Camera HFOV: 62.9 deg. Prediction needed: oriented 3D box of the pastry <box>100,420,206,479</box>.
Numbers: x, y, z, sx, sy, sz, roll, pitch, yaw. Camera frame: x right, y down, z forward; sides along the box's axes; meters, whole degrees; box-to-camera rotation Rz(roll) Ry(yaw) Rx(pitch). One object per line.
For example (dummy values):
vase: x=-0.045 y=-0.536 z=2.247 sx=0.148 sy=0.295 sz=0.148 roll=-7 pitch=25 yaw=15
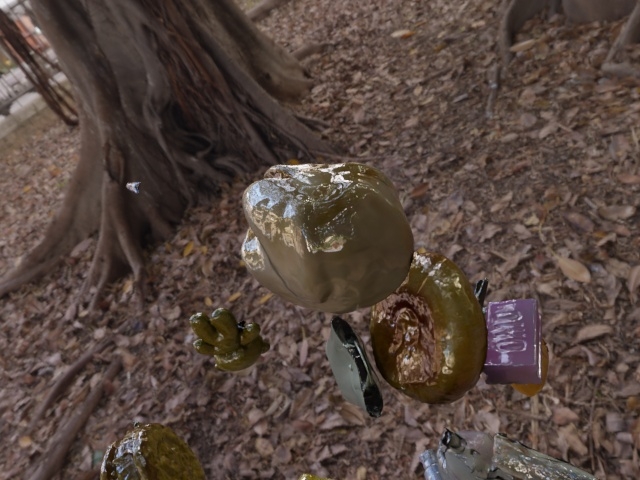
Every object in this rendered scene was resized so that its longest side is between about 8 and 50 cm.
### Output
pastry: x=-0.344 y=0.509 z=1.134 sx=0.132 sy=0.240 sz=0.235 roll=-32 pitch=3 yaw=8

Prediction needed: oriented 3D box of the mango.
mango: x=0.534 y=0.294 z=1.415 sx=0.126 sy=0.154 sz=0.251 roll=-36 pitch=54 yaw=46

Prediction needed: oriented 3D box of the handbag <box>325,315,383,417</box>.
handbag: x=0.076 y=0.304 z=1.254 sx=0.110 sy=0.241 sz=0.315 roll=-23 pitch=-13 yaw=-2

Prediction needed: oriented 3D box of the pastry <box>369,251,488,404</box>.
pastry: x=0.238 y=0.194 z=1.184 sx=0.164 sy=0.355 sz=0.356 roll=5 pitch=21 yaw=-26

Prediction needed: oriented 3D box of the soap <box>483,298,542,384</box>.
soap: x=0.433 y=0.226 z=1.180 sx=0.122 sy=0.065 sz=0.203 roll=-9 pitch=35 yaw=28

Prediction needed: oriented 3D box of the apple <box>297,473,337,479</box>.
apple: x=0.066 y=0.564 z=0.931 sx=0.309 sy=0.314 sz=0.252 roll=11 pitch=59 yaw=19

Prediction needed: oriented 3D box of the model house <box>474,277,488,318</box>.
model house: x=0.567 y=0.262 z=1.690 sx=0.219 sy=0.278 sz=0.205 roll=4 pitch=9 yaw=-30

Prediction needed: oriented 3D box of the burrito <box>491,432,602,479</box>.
burrito: x=0.323 y=0.325 z=0.727 sx=0.171 sy=0.051 sz=0.042 roll=15 pitch=20 yaw=26

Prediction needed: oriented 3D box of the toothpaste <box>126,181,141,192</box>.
toothpaste: x=-0.429 y=-0.124 z=1.203 sx=0.083 sy=0.019 sz=0.027 roll=14 pitch=89 yaw=54

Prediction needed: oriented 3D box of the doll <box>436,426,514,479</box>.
doll: x=0.282 y=0.420 z=1.000 sx=0.149 sy=0.192 sz=0.095 roll=30 pitch=60 yaw=15

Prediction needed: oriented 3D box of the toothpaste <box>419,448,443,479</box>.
toothpaste: x=0.297 y=0.599 z=1.221 sx=0.089 sy=0.057 sz=0.234 roll=-39 pitch=30 yaw=9

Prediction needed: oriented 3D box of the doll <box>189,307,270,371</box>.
doll: x=-0.186 y=0.189 z=1.062 sx=0.137 sy=0.209 sz=0.097 roll=-21 pitch=48 yaw=-2

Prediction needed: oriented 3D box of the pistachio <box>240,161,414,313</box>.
pistachio: x=0.000 y=0.000 z=1.082 sx=0.445 sy=0.365 sz=0.281 roll=-38 pitch=13 yaw=53
